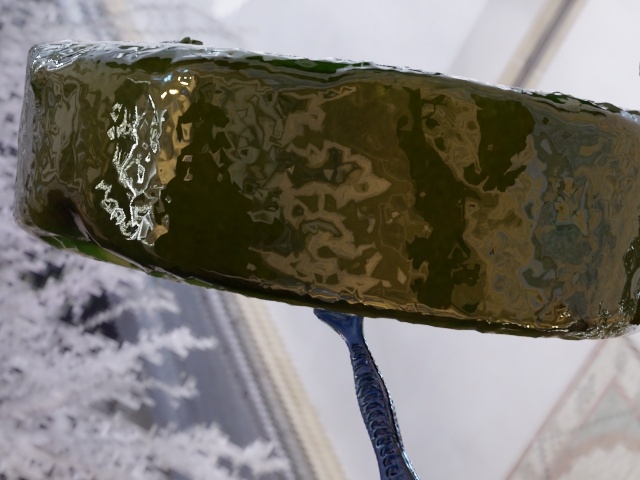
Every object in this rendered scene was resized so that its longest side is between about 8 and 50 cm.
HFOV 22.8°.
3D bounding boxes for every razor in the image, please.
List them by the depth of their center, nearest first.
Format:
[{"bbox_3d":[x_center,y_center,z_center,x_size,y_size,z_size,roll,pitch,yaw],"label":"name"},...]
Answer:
[{"bbox_3d":[0.048,0.140,1.405,0.056,0.093,0.324,62,-173,-50],"label":"razor"}]

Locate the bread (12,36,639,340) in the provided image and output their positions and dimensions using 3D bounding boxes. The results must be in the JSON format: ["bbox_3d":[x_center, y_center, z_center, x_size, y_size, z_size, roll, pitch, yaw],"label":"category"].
[{"bbox_3d":[0.020,-0.037,0.892,0.382,0.129,0.366,9,-177,13],"label":"bread"}]
